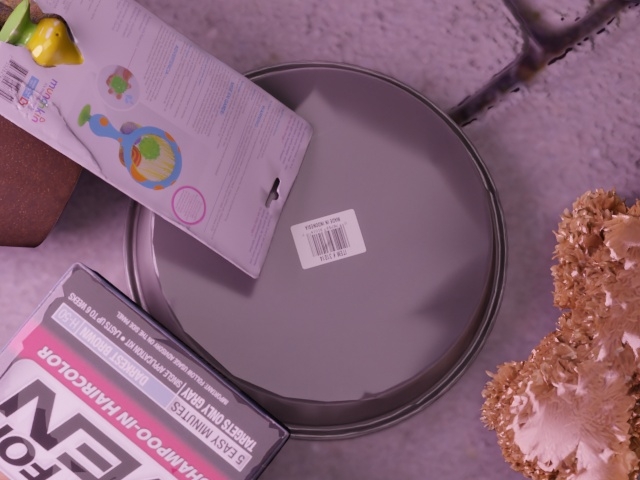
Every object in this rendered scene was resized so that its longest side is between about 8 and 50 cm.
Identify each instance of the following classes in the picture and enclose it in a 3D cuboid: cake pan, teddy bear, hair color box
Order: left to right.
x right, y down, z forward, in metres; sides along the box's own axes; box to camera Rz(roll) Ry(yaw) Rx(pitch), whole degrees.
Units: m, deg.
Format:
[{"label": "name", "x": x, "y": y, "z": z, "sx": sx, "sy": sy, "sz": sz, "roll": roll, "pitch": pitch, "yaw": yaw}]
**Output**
[{"label": "hair color box", "x": -0.207, "y": 0.218, "z": 1.182, "sx": 0.185, "sy": 0.113, "sz": 0.374, "roll": 39, "pitch": 86, "yaw": 3}, {"label": "cake pan", "x": 0.000, "y": 0.000, "z": 1.299, "sx": 0.293, "sy": 0.054, "sz": 0.293, "roll": 1, "pitch": 79, "yaw": -6}, {"label": "teddy bear", "x": 0.262, "y": 0.042, "z": 1.259, "sx": 0.245, "sy": 0.113, "sz": 0.338, "roll": 16, "pitch": 81, "yaw": 29}]

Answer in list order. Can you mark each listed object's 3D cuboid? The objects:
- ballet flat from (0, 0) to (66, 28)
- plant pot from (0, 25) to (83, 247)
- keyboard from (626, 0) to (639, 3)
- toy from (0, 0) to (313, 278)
[{"label": "ballet flat", "x": -0.257, "y": -0.310, "z": 1.250, "sx": 0.123, "sy": 0.123, "sz": 0.348, "roll": -28, "pitch": 111, "yaw": -10}, {"label": "plant pot", "x": -0.283, "y": -0.089, "z": 1.227, "sx": 0.230, "sy": 0.215, "sz": 0.215, "roll": 24, "pitch": 77, "yaw": -18}, {"label": "keyboard", "x": 0.252, "y": -0.277, "z": 1.366, "sx": 0.108, "sy": 0.023, "sz": 0.180, "roll": 10, "pitch": 97, "yaw": -4}, {"label": "toy", "x": -0.126, "y": -0.084, "z": 1.220, "sx": 0.237, "sy": 0.056, "sz": 0.137, "roll": 36, "pitch": 57, "yaw": -26}]
